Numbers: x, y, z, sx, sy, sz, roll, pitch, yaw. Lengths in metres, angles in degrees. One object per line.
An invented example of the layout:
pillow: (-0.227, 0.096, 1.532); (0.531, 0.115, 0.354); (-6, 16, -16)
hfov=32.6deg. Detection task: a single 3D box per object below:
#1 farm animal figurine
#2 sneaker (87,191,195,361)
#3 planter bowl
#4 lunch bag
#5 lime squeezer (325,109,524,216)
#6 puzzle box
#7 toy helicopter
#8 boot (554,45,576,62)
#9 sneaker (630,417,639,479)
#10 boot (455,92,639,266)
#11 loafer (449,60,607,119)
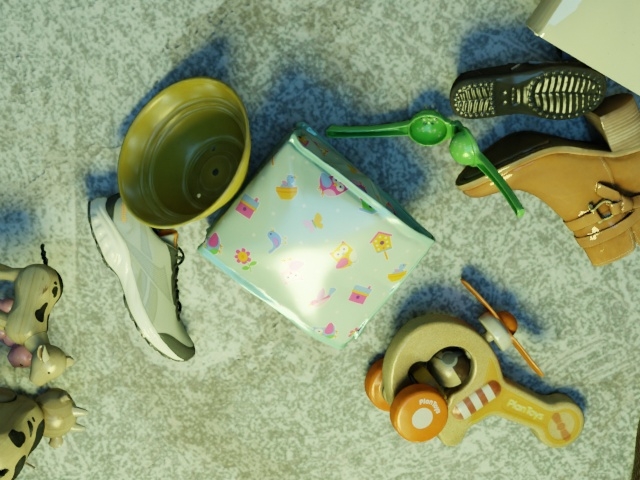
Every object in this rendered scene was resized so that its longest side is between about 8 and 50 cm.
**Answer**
farm animal figurine: (-0.412, 0.221, 1.492); (0.172, 0.327, 0.330); (12, 125, 6)
sneaker: (-0.234, 0.052, 1.558); (0.108, 0.100, 0.271); (-23, 108, -2)
planter bowl: (-0.165, -0.106, 1.489); (0.217, 0.217, 0.090); (-43, 146, 10)
lunch bag: (0.000, 0.000, 1.523); (0.262, 0.160, 0.223); (38, 101, -8)
lime squeezer: (0.165, -0.129, 1.498); (0.310, 0.110, 0.059); (26, 128, 26)
puzzle box: (0.506, -0.303, 1.451); (0.409, 0.052, 0.272); (24, 110, -25)
toy helicopter: (0.258, 0.210, 1.643); (0.355, 0.140, 0.235); (25, 96, -22)
boot: (0.357, -0.343, 1.471); (0.106, 0.082, 0.219); (-16, 110, -1)
sneaker: (0.560, 0.341, 1.704); (0.123, 0.106, 0.290); (0, 119, -7)
boot: (0.352, -0.061, 1.563); (0.283, 0.109, 0.220); (-25, 112, -3)
loafer: (0.283, -0.218, 1.506); (0.220, 0.078, 0.080); (0, 125, -5)
